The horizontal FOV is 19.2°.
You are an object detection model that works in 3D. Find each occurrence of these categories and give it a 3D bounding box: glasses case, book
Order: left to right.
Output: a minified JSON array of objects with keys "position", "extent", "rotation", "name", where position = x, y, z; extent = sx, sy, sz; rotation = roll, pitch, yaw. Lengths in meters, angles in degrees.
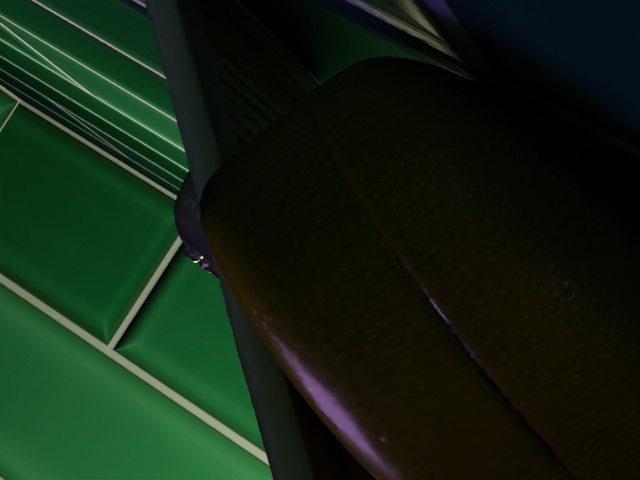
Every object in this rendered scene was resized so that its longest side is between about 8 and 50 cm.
[{"position":[-0.005,0.015,0.884],"extent":[0.208,0.020,0.295],"rotation":[39,-148,-62],"name":"book"},{"position":[0.094,0.047,0.816],"extent":[0.173,0.141,0.371],"rotation":[59,-171,26],"name":"glasses case"}]

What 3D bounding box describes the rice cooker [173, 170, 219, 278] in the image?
[{"position":[-0.007,0.003,1.317],"extent":[0.206,0.127,0.145],"rotation":[41,179,11],"name":"rice cooker"}]
